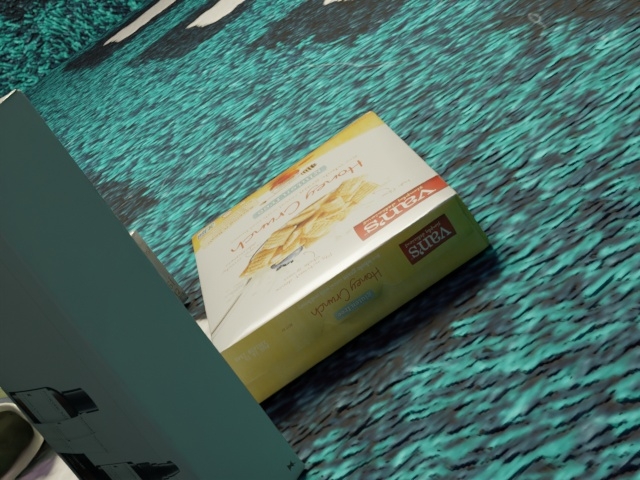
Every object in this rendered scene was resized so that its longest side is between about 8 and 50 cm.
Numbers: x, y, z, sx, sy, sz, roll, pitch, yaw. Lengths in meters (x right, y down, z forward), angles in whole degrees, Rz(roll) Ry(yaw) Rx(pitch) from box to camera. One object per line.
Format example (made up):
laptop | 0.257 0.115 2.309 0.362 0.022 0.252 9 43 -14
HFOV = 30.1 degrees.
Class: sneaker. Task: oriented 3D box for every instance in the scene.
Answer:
sneaker | -0.269 0.165 0.829 0.192 0.064 0.086 -36 14 -11

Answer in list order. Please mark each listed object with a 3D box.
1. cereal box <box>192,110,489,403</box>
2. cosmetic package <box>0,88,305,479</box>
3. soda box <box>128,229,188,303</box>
cereal box | 0.000 0.000 0.797 0.173 0.047 0.240 -35 19 1
cosmetic package | -0.117 0.050 0.585 0.099 0.239 0.060 -18 25 42
soda box | -0.209 0.057 0.972 0.216 0.074 0.069 -15 28 45
